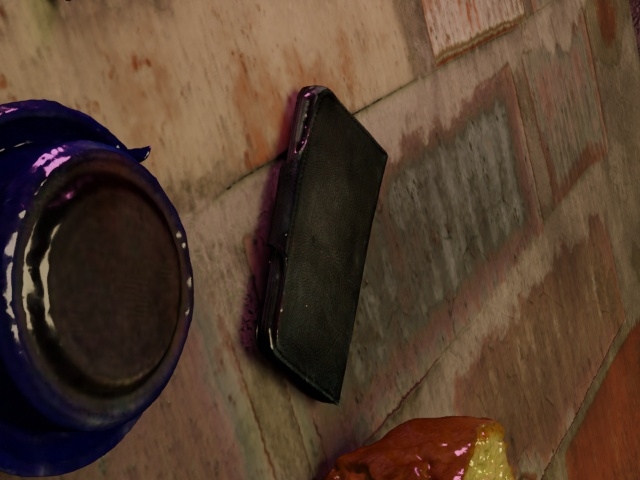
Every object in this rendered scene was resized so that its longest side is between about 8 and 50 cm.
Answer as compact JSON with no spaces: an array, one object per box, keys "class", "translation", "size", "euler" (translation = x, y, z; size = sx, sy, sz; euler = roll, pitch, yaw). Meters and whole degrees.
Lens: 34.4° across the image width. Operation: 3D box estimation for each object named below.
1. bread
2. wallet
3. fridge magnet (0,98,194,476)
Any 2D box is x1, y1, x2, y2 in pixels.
[{"class":"bread","translation":[0.075,0.325,1.042],"size":[0.194,0.178,0.340],"euler":[66,34,-29]},{"class":"wallet","translation":[0.000,0.000,1.097],"size":[0.172,0.045,0.318],"euler":[44,49,-50]},{"class":"fridge magnet","translation":[-0.184,0.032,0.733],"size":[0.265,0.112,0.266],"euler":[10,78,-58]}]
